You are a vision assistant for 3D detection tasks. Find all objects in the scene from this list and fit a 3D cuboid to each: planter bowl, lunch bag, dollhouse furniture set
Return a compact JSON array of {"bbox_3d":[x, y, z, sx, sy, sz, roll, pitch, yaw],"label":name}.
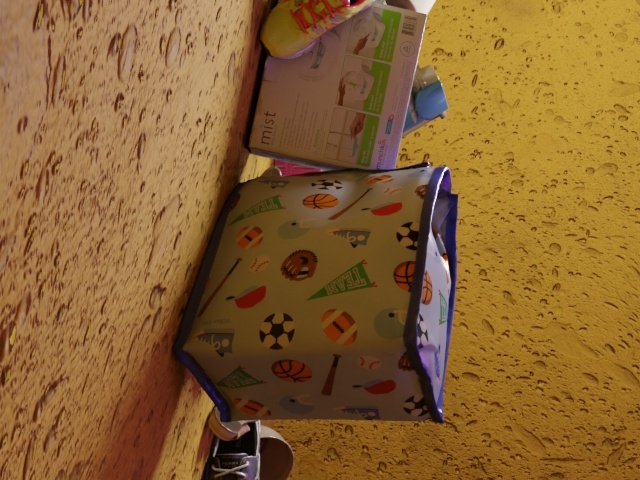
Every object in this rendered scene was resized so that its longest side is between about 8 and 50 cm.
[{"bbox_3d":[-0.153,0.476,2.055,0.109,0.162,0.162,-131,-133,-57],"label":"planter bowl"},{"bbox_3d":[0.020,0.053,1.281,0.239,0.328,0.385,70,22,-46],"label":"lunch bag"},{"bbox_3d":[0.089,-0.324,1.747,0.286,0.198,0.303,62,6,13],"label":"dollhouse furniture set"}]

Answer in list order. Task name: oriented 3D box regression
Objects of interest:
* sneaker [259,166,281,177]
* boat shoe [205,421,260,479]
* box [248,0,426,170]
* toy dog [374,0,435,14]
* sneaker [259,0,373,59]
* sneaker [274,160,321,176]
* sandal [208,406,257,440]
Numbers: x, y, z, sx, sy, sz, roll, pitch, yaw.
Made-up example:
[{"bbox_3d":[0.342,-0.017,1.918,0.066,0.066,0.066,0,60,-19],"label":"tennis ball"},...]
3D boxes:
[{"bbox_3d":[-0.100,-0.074,1.678,0.067,0.042,0.118,69,41,-79],"label":"sneaker"},{"bbox_3d":[-0.178,0.449,1.791,0.119,0.121,0.335,88,0,-46],"label":"boat shoe"},{"bbox_3d":[0.023,-0.242,1.441,0.127,0.231,0.261,-177,-82,-88],"label":"box"},{"bbox_3d":[0.142,-0.496,2.086,0.395,0.285,0.407,46,-59,54],"label":"toy dog"},{"bbox_3d":[0.001,-0.338,1.321,0.208,0.081,0.094,-38,-173,-12],"label":"sneaker"},{"bbox_3d":[-0.029,-0.225,1.922,0.111,0.103,0.252,-61,164,-77],"label":"sneaker"},{"bbox_3d":[-0.180,0.345,1.744,0.079,0.088,0.240,-47,175,9],"label":"sandal"}]
